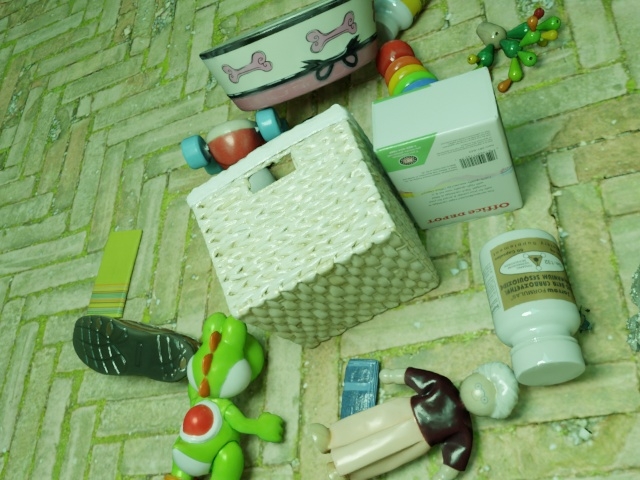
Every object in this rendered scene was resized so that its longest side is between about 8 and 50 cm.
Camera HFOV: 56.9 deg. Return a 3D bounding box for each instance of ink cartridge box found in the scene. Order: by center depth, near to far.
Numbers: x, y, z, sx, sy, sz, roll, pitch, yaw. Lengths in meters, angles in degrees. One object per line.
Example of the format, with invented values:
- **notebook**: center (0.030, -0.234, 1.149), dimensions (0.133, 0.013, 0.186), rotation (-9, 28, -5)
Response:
- **ink cartridge box**: center (0.233, -0.148, 1.057), dimensions (0.201, 0.278, 0.117), rotation (-13, 58, 21)

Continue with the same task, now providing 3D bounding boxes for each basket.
- **basket**: center (0.000, 0.000, 1.078), dimensions (0.328, 0.331, 0.266), rotation (-28, 62, 12)

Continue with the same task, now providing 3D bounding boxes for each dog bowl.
- **dog bowl**: center (-0.053, -0.422, 1.314), dimensions (0.408, 0.150, 0.408), rotation (-19, 22, 8)

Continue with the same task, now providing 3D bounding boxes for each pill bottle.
- **pill bottle**: center (0.340, 0.107, 0.950), dimensions (0.131, 0.131, 0.229), rotation (-16, 54, 19)
- **pill bottle**: center (0.190, -0.564, 1.391), dimensions (0.103, 0.103, 0.184), rotation (27, 81, 34)

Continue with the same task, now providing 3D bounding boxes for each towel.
- **towel**: center (0.071, 0.276, 1.077), dimensions (0.067, 0.029, 0.119), rotation (-4, 65, 26)
- **towel**: center (-0.510, 0.084, 1.474), dimensions (0.102, 0.021, 0.237), rotation (-3, 64, 19)

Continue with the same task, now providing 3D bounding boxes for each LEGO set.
- **LEGO set**: center (0.422, 0.127, 0.983), dimensions (0.054, 0.023, 0.083), rotation (-20, 45, 14)

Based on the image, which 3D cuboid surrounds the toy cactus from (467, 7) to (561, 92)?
- **toy cactus**: center (0.380, -0.412, 1.231), dimensions (0.219, 0.112, 0.180), rotation (-42, 44, 12)

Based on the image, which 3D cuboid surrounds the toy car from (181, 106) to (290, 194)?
- **toy car**: center (-0.158, -0.144, 1.339), dimensions (0.219, 0.210, 0.238), rotation (-18, 87, 8)

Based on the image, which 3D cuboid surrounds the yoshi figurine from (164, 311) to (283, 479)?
- **yoshi figurine**: center (-0.182, 0.321, 1.129), dimensions (0.203, 0.204, 0.362), rotation (170, 110, -68)

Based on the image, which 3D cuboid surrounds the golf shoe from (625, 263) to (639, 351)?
- **golf shoe**: center (0.536, 0.095, 0.924), dimensions (0.086, 0.069, 0.176), rotation (13, 74, 10)

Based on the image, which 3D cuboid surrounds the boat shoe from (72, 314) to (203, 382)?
- **boat shoe**: center (-0.386, 0.235, 1.275), dimensions (0.324, 0.120, 0.122), rotation (10, 89, 24)

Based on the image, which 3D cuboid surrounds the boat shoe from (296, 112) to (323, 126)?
- **boat shoe**: center (0.034, -0.209, 1.292), dimensions (0.089, 0.109, 0.258), rotation (-39, 57, 0)

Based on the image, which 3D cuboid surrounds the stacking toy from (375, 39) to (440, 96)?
- **stacking toy**: center (0.197, -0.315, 1.253), dimensions (0.141, 0.141, 0.330), rotation (-30, 52, 11)

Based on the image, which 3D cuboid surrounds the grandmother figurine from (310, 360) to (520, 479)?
- **grandmother figurine**: center (0.166, 0.300, 0.965), dimensions (0.342, 0.104, 0.207), rotation (-29, 82, 10)
